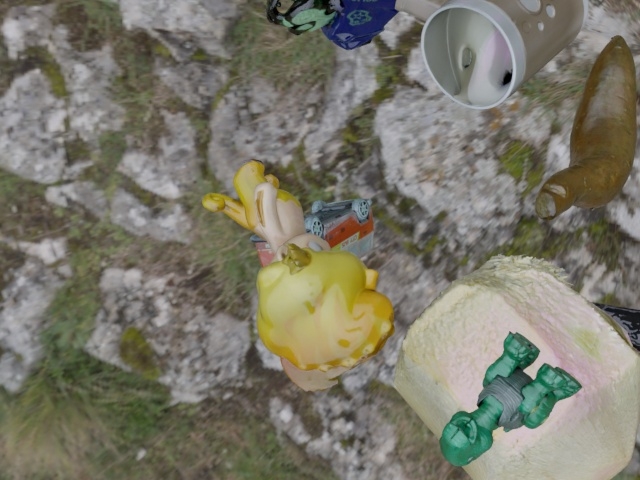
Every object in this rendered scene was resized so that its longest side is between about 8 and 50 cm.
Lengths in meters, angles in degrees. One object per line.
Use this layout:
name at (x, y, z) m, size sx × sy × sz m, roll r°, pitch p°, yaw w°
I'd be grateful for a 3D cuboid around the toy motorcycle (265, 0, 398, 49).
toy motorcycle at (0.093, -0.347, 1.429) m, size 0.331 × 0.196 × 0.125 m, roll -24°, pitch 76°, yaw 15°

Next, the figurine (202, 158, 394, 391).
figurine at (-0.021, 0.030, 1.064) m, size 0.131 × 0.156 × 0.246 m, roll -35°, pitch 56°, yaw 8°

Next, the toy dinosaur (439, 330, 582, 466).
toy dinosaur at (0.125, 0.116, 0.754) m, size 0.059 × 0.132 × 0.096 m, roll 43°, pitch 96°, yaw 24°

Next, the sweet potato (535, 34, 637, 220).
sweet potato at (0.318, -0.107, 1.279) m, size 0.079 × 0.346 × 0.108 m, roll -15°, pitch 121°, yaw 39°

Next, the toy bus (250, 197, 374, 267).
toy bus at (0.000, 0.000, 1.957) m, size 0.121 × 0.265 × 0.120 m, roll -5°, pitch 102°, yaw 35°

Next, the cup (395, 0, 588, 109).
cup at (0.112, -0.143, 0.722) m, size 0.102 × 0.099 × 0.074 m, roll 18°, pitch 134°, yaw 39°

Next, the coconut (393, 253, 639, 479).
coconut at (0.224, 0.150, 1.146) m, size 0.245 × 0.233 × 0.233 m, roll 42°, pitch 109°, yaw 26°

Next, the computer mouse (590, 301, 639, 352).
computer mouse at (0.359, 0.107, 1.221) m, size 0.172 × 0.099 × 0.057 m, roll 10°, pitch 85°, yaw 37°
